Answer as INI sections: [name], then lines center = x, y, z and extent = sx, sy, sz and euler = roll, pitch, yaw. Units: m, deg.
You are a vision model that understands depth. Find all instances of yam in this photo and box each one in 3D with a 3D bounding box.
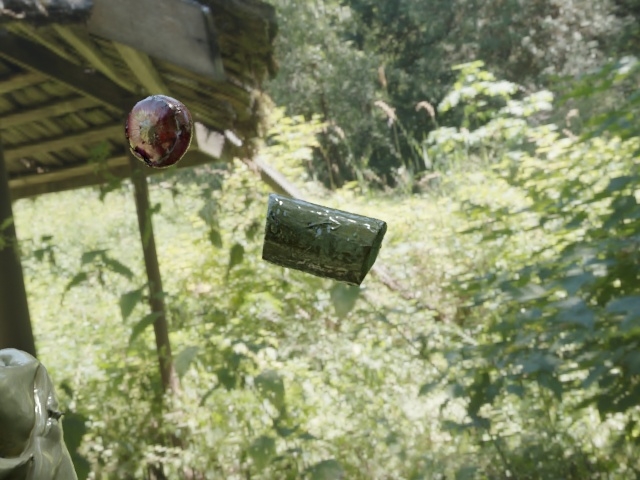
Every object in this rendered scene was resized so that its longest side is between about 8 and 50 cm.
[yam]
center = 0.000, 0.000, 1.580
extent = 0.268, 0.161, 0.161
euler = 16, -1, 0

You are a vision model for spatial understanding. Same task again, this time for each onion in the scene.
[onion]
center = -0.311, -0.218, 1.521
extent = 0.150, 0.150, 0.140
euler = -10, -6, 25

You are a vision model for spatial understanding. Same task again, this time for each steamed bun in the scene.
[steamed bun]
center = -0.536, 0.309, 1.030
extent = 0.343, 0.367, 0.255
euler = -10, 4, -4
